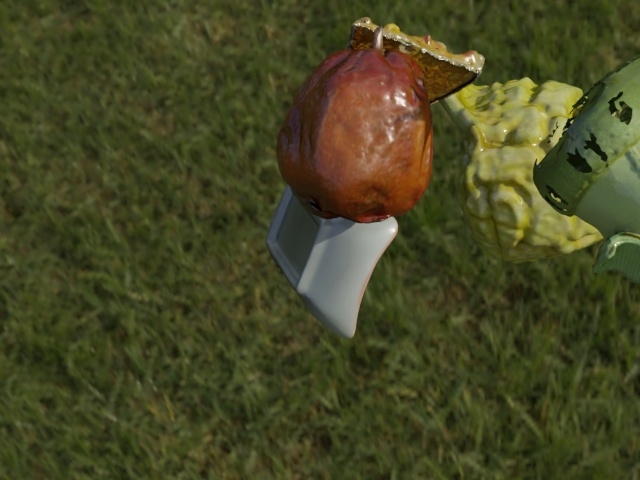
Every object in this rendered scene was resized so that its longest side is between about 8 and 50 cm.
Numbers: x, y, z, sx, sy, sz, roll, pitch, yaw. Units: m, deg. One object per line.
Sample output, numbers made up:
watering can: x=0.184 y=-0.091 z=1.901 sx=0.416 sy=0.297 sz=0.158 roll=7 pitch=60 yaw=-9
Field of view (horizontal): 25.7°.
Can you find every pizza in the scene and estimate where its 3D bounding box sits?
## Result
pizza: x=0.061 y=-0.186 z=1.487 sx=0.185 sy=0.176 sz=0.036 roll=-22 pitch=55 yaw=28

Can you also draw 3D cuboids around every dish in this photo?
dish: x=0.000 y=0.000 z=1.592 sx=0.077 sy=0.151 sz=0.212 roll=15 pitch=18 yaw=-21

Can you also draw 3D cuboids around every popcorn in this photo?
popcorn: x=0.295 y=-0.096 z=1.902 sx=0.237 sy=0.293 sz=0.293 roll=-14 pitch=56 yaw=9

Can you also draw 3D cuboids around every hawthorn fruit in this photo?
hawthorn fruit: x=0.035 y=-0.105 z=1.415 sx=0.173 sy=0.179 sz=0.173 roll=4 pitch=54 yaw=-5

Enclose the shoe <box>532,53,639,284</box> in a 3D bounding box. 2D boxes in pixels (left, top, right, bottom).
shoe: x=0.224 y=-0.059 z=0.697 sx=0.262 sy=0.140 sz=0.128 roll=-23 pitch=85 yaw=-21
